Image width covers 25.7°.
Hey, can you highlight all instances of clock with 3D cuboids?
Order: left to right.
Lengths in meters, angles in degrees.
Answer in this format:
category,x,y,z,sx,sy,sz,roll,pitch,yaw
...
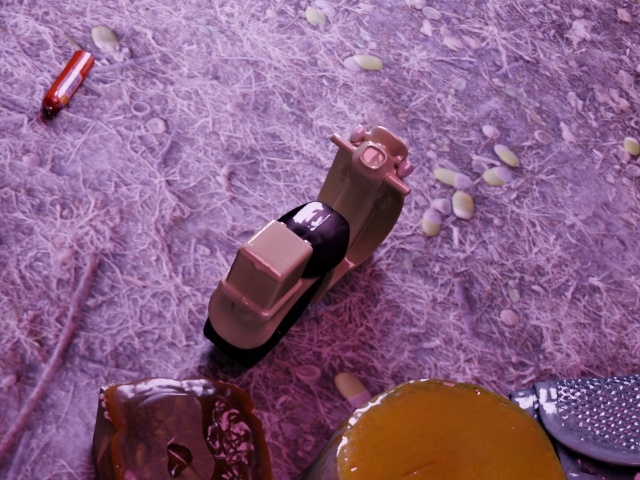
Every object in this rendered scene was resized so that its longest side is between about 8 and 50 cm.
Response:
category,x,y,z,sx,sy,sz,roll,pitch,yaw
clock,0.000,0.000,1.780,0.120,0.276,0.379,36,50,9

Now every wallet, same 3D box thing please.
category,x,y,z,sx,sy,sz,roll,pitch,yaw
wallet,0.421,0.262,1.771,0.342,0.075,0.237,-6,48,3

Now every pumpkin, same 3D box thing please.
category,x,y,z,sx,sy,sz,roll,pitch,yaw
pumpkin,0.133,0.304,1.597,0.332,0.199,0.332,13,38,-10

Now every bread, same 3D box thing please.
category,x,y,z,sx,sy,sz,roll,pitch,yaw
bread,-0.155,0.255,1.590,0.192,0.110,0.210,1,50,-21

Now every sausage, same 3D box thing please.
category,x,y,z,sx,sy,sz,roll,pitch,yaw
sausage,-0.359,-0.220,1.986,0.034,0.034,0.129,24,45,-2
